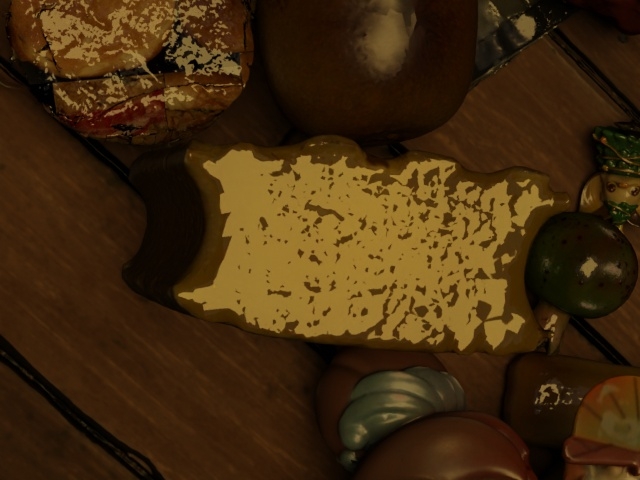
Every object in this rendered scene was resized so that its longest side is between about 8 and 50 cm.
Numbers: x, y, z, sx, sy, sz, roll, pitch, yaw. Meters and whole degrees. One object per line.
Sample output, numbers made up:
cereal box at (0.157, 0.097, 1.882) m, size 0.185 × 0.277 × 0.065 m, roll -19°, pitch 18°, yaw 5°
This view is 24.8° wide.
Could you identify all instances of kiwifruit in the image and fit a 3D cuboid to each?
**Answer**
kiwifruit at (0.039, -0.198, 1.248) m, size 0.196 × 0.196 × 0.234 m, roll -6°, pitch 90°, yaw -14°

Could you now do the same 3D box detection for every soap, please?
soap at (0.000, 0.000, 1.192) m, size 0.294 × 0.335 × 0.156 m, roll 4°, pitch 91°, yaw -16°

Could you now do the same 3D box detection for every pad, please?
pad at (0.116, -0.228, 1.377) m, size 0.233 × 0.022 × 0.174 m, roll -37°, pitch 98°, yaw -12°

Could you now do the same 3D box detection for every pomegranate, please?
pomegranate at (0.233, 0.041, 1.365) m, size 0.115 × 0.114 × 0.142 m, roll 26°, pitch 94°, yaw -13°

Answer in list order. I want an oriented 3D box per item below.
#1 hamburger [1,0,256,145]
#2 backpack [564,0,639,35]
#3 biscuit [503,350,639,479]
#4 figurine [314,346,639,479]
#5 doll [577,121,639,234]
hamburger at (-0.162, -0.190, 1.263) m, size 0.231 × 0.107 × 0.231 m, roll 0°, pitch 90°, yaw -8°
backpack at (0.282, -0.316, 1.352) m, size 0.229 × 0.139 × 0.229 m, roll 2°, pitch 85°, yaw -19°
biscuit at (0.304, 0.238, 1.412) m, size 0.291 × 0.062 × 0.236 m, roll 12°, pitch 89°, yaw -13°
figurine at (0.178, 0.241, 1.261) m, size 0.388 × 0.248 × 0.276 m, roll 9°, pitch 87°, yaw -4°
doll at (0.296, -0.064, 1.415) m, size 0.078 × 0.076 × 0.113 m, roll 9°, pitch 120°, yaw 10°
